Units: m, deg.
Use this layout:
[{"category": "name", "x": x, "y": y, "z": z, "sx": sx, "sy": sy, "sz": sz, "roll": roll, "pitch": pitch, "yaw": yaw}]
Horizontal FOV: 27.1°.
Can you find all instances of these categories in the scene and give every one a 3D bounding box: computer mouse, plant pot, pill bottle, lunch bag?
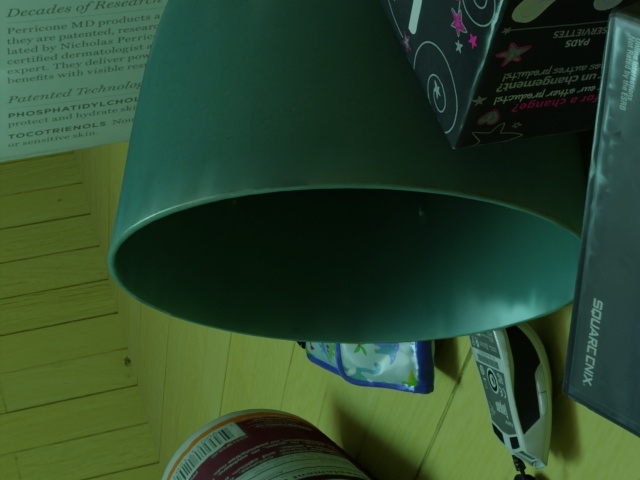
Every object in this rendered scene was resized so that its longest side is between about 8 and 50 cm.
[{"category": "computer mouse", "x": 0.149, "y": 0.125, "z": 0.945, "sx": 0.106, "sy": 0.042, "sz": 0.193, "roll": -155, "pitch": 50, "yaw": -76}, {"category": "plant pot", "x": 0.020, "y": -0.086, "z": 0.837, "sx": 0.293, "sy": 0.293, "sz": 0.235, "roll": 123, "pitch": 149, "yaw": -67}, {"category": "pill bottle", "x": -0.018, "y": 0.315, "z": 1.291, "sx": 0.392, "sy": 0.224, "sz": 0.224, "roll": -156, "pitch": 57, "yaw": -71}, {"category": "lunch bag", "x": 0.049, "y": 0.055, "z": 1.155, "sx": 0.151, "sy": 0.096, "sz": 0.128, "roll": 19, "pitch": 116, "yaw": 55}]

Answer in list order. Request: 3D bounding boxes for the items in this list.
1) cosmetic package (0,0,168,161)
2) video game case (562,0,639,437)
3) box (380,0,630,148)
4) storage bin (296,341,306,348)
[{"category": "cosmetic package", "x": -0.228, "y": -0.339, "z": 1.405, "sx": 0.393, "sy": 0.328, "sz": 0.329, "roll": 111, "pitch": 145, "yaw": -59}, {"category": "video game case", "x": 0.215, "y": 0.040, "z": 0.495, "sx": 0.274, "sy": 0.026, "sz": 0.196, "roll": 30, "pitch": 134, "yaw": 37}, {"category": "box", "x": 0.106, "y": -0.185, "z": 0.671, "sx": 0.142, "sy": 0.163, "sz": 0.247, "roll": 102, "pitch": 153, "yaw": -49}, {"category": "storage bin", "x": 0.000, "y": 0.000, "z": 1.284, "sx": 0.122, "sy": 0.084, "sz": 0.180, "roll": -135, "pitch": 37, "yaw": -63}]
